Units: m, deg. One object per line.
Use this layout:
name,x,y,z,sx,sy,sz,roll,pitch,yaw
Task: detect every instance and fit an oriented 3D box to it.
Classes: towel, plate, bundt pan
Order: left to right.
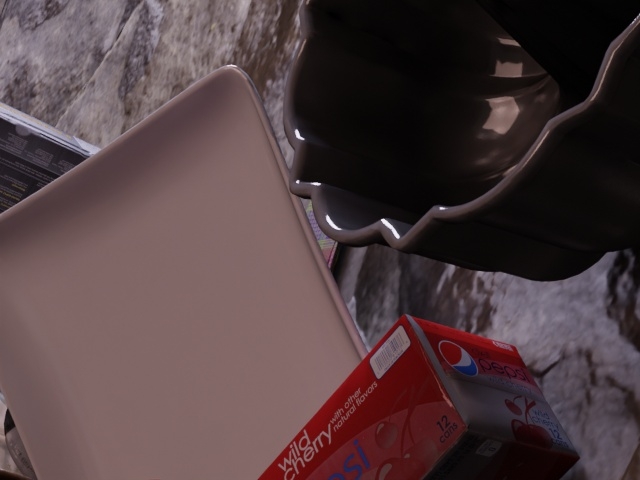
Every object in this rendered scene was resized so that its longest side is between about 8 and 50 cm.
plate,-0.082,0.073,1.162,0.278,0.045,0.277,-30,78,34
towel,0.000,0.000,1.277,0.060,0.009,0.083,-12,56,57
bundt pan,0.125,-0.126,0.928,0.331,0.124,0.331,-40,36,39

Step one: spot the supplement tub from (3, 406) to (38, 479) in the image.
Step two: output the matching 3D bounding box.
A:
supplement tub,-0.120,0.092,1.290,0.190,0.117,0.117,-46,32,29

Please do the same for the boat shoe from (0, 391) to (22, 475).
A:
boat shoe,-0.298,0.168,1.537,0.320,0.118,0.103,7,68,54

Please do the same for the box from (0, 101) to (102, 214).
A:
box,-0.292,-0.026,1.565,0.183,0.231,0.056,-59,31,10

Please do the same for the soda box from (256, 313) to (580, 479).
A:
soda box,0.012,0.163,1.015,0.263,0.092,0.083,-49,46,24

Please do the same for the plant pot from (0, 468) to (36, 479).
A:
plant pot,-0.263,0.293,1.303,0.230,0.215,0.215,132,152,-56
